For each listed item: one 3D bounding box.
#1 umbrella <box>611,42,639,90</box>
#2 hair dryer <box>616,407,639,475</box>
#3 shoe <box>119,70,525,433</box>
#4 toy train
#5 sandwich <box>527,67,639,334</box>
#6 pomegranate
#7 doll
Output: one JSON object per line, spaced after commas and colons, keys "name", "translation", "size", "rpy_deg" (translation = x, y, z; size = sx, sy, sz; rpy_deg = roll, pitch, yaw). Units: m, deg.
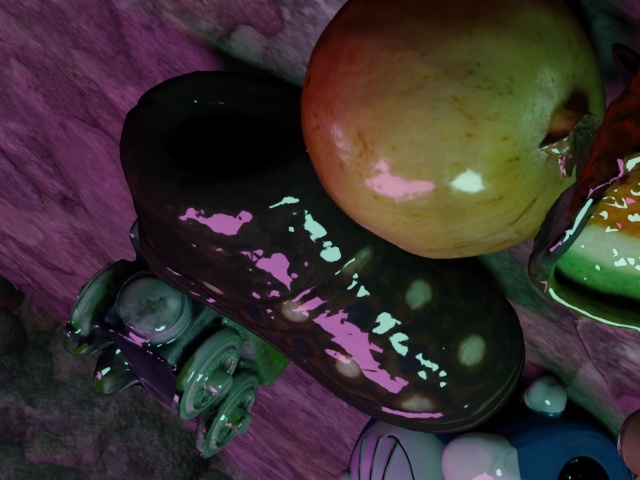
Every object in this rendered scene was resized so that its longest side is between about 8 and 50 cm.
{"name": "umbrella", "translation": [0.212, -0.036, 1.055], "size": [0.118, 0.118, 0.340], "rpy_deg": [36, 164, 13]}
{"name": "hair dryer", "translation": [0.341, 0.213, 1.540], "size": [0.182, 0.064, 0.117], "rpy_deg": [43, 165, -33]}
{"name": "shoe", "translation": [0.000, 0.000, 1.522], "size": [0.384, 0.171, 0.237], "rpy_deg": [30, 156, 22]}
{"name": "toy train", "translation": [-0.115, 0.066, 1.799], "size": [0.173, 0.249, 0.307], "rpy_deg": [31, 163, 17]}
{"name": "sandwich", "translation": [0.232, -0.046, 0.832], "size": [0.292, 0.109, 0.212], "rpy_deg": [-17, 123, 17]}
{"name": "pomegranate", "translation": [0.082, -0.075, 1.093], "size": [0.191, 0.191, 0.191], "rpy_deg": [36, 164, 12]}
{"name": "doll", "translation": [0.153, 0.252, 1.764], "size": [0.310, 0.240, 0.284], "rpy_deg": [-12, 87, 53]}
